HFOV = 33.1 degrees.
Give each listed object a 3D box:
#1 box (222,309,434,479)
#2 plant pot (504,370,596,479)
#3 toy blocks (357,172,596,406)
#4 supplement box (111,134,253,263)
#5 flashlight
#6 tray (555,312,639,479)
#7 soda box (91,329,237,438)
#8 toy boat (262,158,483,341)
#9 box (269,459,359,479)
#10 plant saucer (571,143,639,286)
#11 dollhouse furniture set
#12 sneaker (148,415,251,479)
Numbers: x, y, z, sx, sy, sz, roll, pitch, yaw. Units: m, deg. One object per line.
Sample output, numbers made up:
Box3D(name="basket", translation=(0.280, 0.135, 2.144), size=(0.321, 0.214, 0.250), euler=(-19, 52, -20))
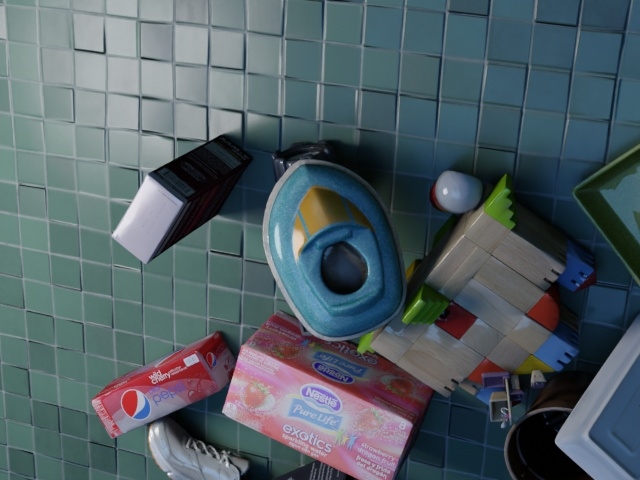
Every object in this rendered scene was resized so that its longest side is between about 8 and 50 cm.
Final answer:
Box3D(name="box", translation=(0.015, 0.255, 1.739), size=(0.300, 0.154, 0.142), euler=(24, 116, 13))
Box3D(name="plant pot", translation=(0.371, 0.285, 1.602), size=(0.167, 0.165, 0.167), euler=(7, 112, 18))
Box3D(name="toy blocks", translation=(0.264, 0.108, 1.592), size=(0.261, 0.191, 0.381), euler=(33, 119, -6))
Box3D(name="supplement box", translation=(-0.208, -0.068, 1.654), size=(0.073, 0.239, 0.130), euler=(39, 118, 6))
Box3D(name="flashlight", translation=(0.000, 0.000, 1.686), size=(0.103, 0.103, 0.304), euler=(8, 119, 46))
Box3D(name="tray", translation=(0.449, 0.230, 1.505), size=(0.145, 0.270, 0.030), euler=(43, 150, 1))
Box3D(name="soda box", translation=(-0.273, 0.253, 1.885), size=(0.263, 0.092, 0.083), euler=(-26, 99, 27))
Box3D(name="toy boat", translation=(0.077, -0.018, 1.539), size=(0.318, 0.148, 0.267), euler=(-25, 90, -5))
Box3D(name="box", translation=(-0.023, 0.456, 1.801), size=(0.207, 0.153, 0.108), euler=(-25, 100, 11))
Box3D(name="plant saucer", translation=(0.480, -0.051, 1.499), size=(0.188, 0.045, 0.188), euler=(-36, 94, 28))
Box3D(name="dollhouse furniture set", translation=(0.286, 0.254, 1.572), size=(0.091, 0.081, 0.114), euler=(-5, 141, 7))
Box3D(name="sneaker", translation=(-0.191, 0.398, 1.918), size=(0.121, 0.099, 0.262), euler=(-36, 101, 21))
